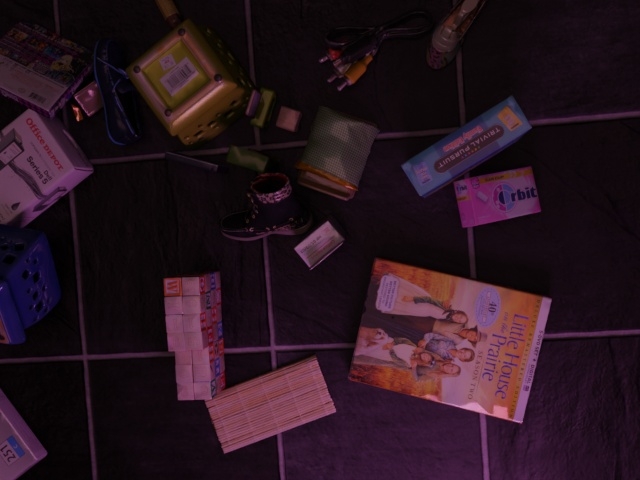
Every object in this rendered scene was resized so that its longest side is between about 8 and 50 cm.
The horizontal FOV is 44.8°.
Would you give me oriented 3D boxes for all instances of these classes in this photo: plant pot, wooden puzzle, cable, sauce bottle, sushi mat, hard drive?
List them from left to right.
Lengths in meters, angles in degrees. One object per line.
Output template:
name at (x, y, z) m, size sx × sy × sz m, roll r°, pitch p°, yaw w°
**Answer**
plant pot at (-0.794, 0.111, 1.875) m, size 0.235 × 0.212 × 0.236 m, roll 8°, pitch 131°, yaw 7°
wooden puzzle at (-0.572, -0.354, 1.936) m, size 0.116 × 0.079 × 0.014 m, roll -33°, pitch 42°, yaw -13°
sauce bottle at (-0.365, -0.552, 1.911) m, size 0.042 × 0.042 × 0.128 m, roll -27°, pitch 90°, yaw 9°
plant pot at (-0.305, -0.370, 1.826) m, size 0.228 × 0.207 × 0.227 m, roll -36°, pitch 86°, yaw 8°
hard drive at (-0.301, -0.189, 1.888) m, size 0.135 × 0.094 × 0.022 m, roll 15°, pitch 96°, yaw 8°
sushi mat at (-0.128, 0.408, 1.927) m, size 0.316 × 0.019 × 0.152 m, roll -22°, pitch 90°, yaw 9°
cable at (0.127, -0.478, 1.844) m, size 0.287 × 0.072 × 0.140 m, roll -30°, pitch 71°, yaw -3°

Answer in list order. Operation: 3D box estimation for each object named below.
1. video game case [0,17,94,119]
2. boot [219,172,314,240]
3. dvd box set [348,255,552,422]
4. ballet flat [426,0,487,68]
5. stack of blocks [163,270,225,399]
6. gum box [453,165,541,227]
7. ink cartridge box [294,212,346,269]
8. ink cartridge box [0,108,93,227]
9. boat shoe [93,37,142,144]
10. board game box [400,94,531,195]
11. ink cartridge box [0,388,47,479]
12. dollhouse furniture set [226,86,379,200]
video game case at (-0.702, -0.427, 1.916) m, size 0.232 × 0.042 × 0.210 m, roll 26°, pitch 62°, yaw 7°
boot at (-0.149, -0.082, 1.817) m, size 0.236 × 0.179 × 0.085 m, roll -3°, pitch 57°, yaw 17°
dvd box set at (0.300, 0.231, 1.829) m, size 0.420 × 0.062 × 0.308 m, roll 14°, pitch 95°, yaw 8°
ballet flat at (0.314, -0.500, 1.786) m, size 0.077 × 0.079 × 0.222 m, roll 35°, pitch 97°, yaw 5°
stack of blocks at (-0.299, 0.228, 1.869) m, size 0.087 × 0.171 × 0.297 m, roll -3°, pitch 93°, yaw 9°
gum box at (0.406, -0.100, 1.762) m, size 0.188 × 0.062 × 0.107 m, roll -12°, pitch 91°, yaw -21°
ink cartridge box at (0.000, 0.000, 1.803) m, size 0.104 × 0.181 × 0.062 m, roll -40°, pitch 95°, yaw 8°
ink cartridge box at (-0.744, -0.176, 1.948) m, size 0.272 × 0.115 × 0.198 m, roll -37°, pitch 86°, yaw 8°
boat shoe at (-0.483, -0.370, 1.912) m, size 0.089 × 0.109 × 0.258 m, roll -3°, pitch 106°, yaw 28°
board game box at (0.308, -0.189, 1.671) m, size 0.253 × 0.336 × 0.079 m, roll -32°, pitch 88°, yaw 9°
ink cartridge box at (-0.905, 0.522, 2.031) m, size 0.261 × 0.066 × 0.296 m, roll -39°, pitch 86°, yaw 7°
dollhouse furniture set at (-0.036, -0.228, 1.816) m, size 0.301 × 0.151 × 0.198 m, roll 19°, pitch 95°, yaw 7°
